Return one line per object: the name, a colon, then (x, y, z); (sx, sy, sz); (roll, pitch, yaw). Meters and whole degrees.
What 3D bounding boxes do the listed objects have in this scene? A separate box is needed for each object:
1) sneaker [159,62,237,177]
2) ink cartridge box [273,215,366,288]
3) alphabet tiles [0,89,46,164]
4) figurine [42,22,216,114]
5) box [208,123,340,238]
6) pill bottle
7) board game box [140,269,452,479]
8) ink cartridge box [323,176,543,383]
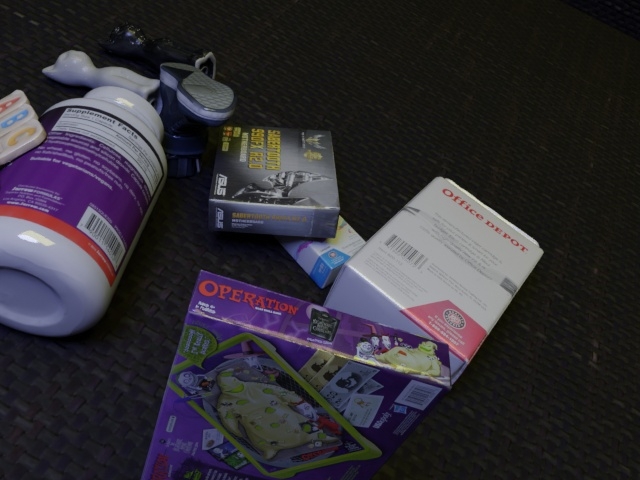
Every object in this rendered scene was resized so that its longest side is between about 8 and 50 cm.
sneaker: (-0.188, -0.156, 0.963); (0.086, 0.164, 0.226); (1, 24, -27)
ink cartridge box: (0.000, 0.000, 0.993); (0.088, 0.052, 0.122); (-27, 63, -38)
alphabet tiles: (-0.466, -0.087, 0.778); (0.278, 0.021, 0.284); (-33, 41, -12)
figurine: (-0.322, -0.286, 1.101); (0.209, 0.092, 0.215); (28, 46, 14)
box: (-0.070, -0.097, 0.995); (0.183, 0.056, 0.231); (3, 37, -5)
pill bottle: (-0.305, -0.053, 0.822); (0.181, 0.181, 0.323); (18, 45, -7)
board game box: (-0.047, 0.177, 0.609); (0.208, 0.347, 0.056); (15, 45, -11)
ink cartridge box: (0.172, 0.057, 0.968); (0.207, 0.117, 0.283); (38, 47, 13)
